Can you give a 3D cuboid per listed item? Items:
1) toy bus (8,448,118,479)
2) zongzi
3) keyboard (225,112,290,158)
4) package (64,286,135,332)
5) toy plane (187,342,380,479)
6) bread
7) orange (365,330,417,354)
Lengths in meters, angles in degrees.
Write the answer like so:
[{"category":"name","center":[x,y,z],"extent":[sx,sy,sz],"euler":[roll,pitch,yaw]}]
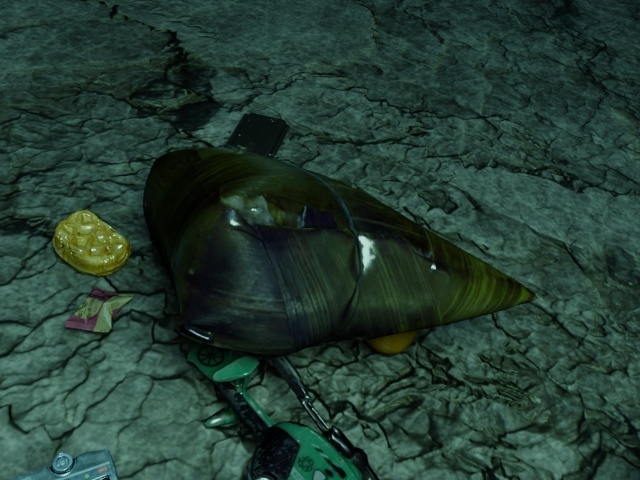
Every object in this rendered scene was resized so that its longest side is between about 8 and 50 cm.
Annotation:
[{"category":"toy bus","center":[-0.281,0.258,0.631],"extent":[0.166,0.047,0.065],"euler":[-14,53,-27]},{"category":"zongzi","center":[0.000,0.000,0.847],"extent":[0.432,0.208,0.403],"euler":[4,17,-25]},{"category":"keyboard","center":[-0.120,-0.149,1.113],"extent":[0.093,0.025,0.230],"euler":[15,43,5]},{"category":"package","center":[-0.278,0.086,0.826],"extent":[0.059,0.029,0.083],"euler":[9,32,6]},{"category":"toy plane","center":[-0.029,0.236,0.682],"extent":[0.155,0.106,0.381],"euler":[-21,51,-39]},{"category":"bread","center":[-0.315,0.005,0.891],"extent":[0.110,0.044,0.083],"euler":[34,48,18]},{"category":"orange","center":[0.091,0.109,0.854],"extent":[0.085,0.085,0.085],"euler":[7,43,-6]}]
